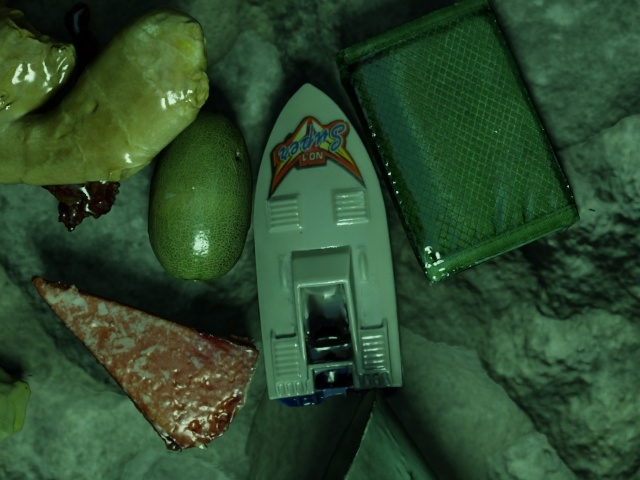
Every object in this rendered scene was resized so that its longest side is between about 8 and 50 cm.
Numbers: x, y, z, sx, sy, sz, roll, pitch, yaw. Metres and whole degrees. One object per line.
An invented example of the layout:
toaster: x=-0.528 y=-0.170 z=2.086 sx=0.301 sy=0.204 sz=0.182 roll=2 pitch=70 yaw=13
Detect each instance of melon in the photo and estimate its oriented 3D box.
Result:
melon: x=-0.109 y=-0.042 z=1.641 sx=0.099 sy=0.099 sz=0.162 roll=4 pitch=81 yaw=3

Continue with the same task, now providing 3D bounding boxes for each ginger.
ginger: x=-0.294 y=-0.110 z=1.634 sx=0.363 sy=0.122 sz=0.348 roll=32 pitch=95 yaw=20

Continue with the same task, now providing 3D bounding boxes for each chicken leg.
chicken leg: x=-0.216 y=-0.115 z=1.681 sx=0.089 sy=0.048 sz=0.219 roll=9 pitch=83 yaw=1

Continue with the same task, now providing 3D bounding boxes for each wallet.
wallet: x=0.126 y=-0.095 z=1.663 sx=0.160 sy=0.055 sz=0.236 roll=-22 pitch=88 yaw=-3

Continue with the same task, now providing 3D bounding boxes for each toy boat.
toy boat: x=0.000 y=0.000 z=1.636 sx=0.129 sy=0.088 sz=0.295 roll=-6 pitch=83 yaw=6

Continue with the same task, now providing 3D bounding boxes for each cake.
cake: x=-0.171 y=0.119 z=1.629 sx=0.220 sy=0.086 sz=0.116 roll=17 pitch=81 yaw=4

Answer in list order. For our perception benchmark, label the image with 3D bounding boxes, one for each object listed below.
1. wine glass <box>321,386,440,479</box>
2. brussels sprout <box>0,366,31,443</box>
wine glass: x=0.172 y=0.314 z=1.512 sx=0.406 sy=0.267 sz=0.267 roll=22 pitch=84 yaw=1
brussels sprout: x=-0.361 y=0.155 z=1.632 sx=0.181 sy=0.100 sz=0.139 roll=-13 pitch=65 yaw=18
